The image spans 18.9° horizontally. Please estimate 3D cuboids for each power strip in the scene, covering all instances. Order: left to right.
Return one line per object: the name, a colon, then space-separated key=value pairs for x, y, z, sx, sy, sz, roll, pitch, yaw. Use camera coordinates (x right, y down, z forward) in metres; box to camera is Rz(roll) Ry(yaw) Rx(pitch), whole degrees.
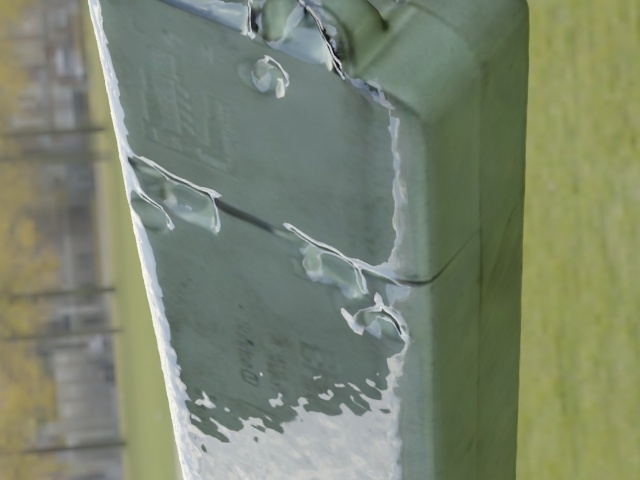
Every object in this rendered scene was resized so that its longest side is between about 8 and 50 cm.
power strip: x=0.000 y=0.000 z=0.477 sx=0.053 sy=0.093 sz=0.288 roll=-48 pitch=-29 yaw=-32
